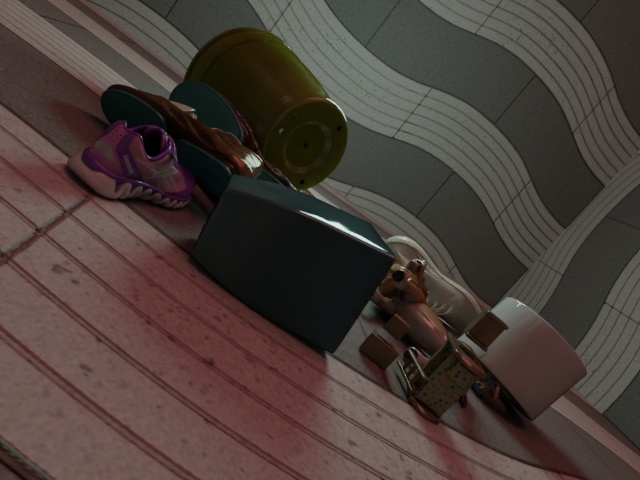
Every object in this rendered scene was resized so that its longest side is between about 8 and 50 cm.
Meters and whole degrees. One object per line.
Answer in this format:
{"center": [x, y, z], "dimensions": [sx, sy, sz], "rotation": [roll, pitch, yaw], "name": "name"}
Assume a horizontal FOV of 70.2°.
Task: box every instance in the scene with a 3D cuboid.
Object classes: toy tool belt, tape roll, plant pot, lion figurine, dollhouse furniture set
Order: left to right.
{"center": [-0.121, -0.309, 1.171], "dimensions": [0.367, 0.366, 0.353], "rotation": [27, 15, -48], "name": "plant pot"}
{"center": [-0.051, 0.014, 0.656], "dimensions": [0.234, 0.165, 0.165], "rotation": [27, 13, -16], "name": "plant pot"}
{"center": [0.231, 0.190, 0.987], "dimensions": [0.240, 0.142, 0.392], "rotation": [38, 22, -51], "name": "lion figurine"}
{"center": [0.180, 0.160, 0.723], "dimensions": [0.161, 0.182, 0.101], "rotation": [39, 11, 2], "name": "dollhouse furniture set"}
{"center": [0.359, 0.326, 1.020], "dimensions": [0.051, 0.052, 0.083], "rotation": [6, 12, -5], "name": "toy tool belt"}
{"center": [0.477, 0.281, 1.099], "dimensions": [0.246, 0.169, 0.246], "rotation": [50, 0, 0], "name": "tape roll"}

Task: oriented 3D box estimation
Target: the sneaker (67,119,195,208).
{"center": [-0.245, -0.115, 0.673], "dimensions": [0.095, 0.104, 0.236], "rotation": [39, 9, 11], "name": "sneaker"}

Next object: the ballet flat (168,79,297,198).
{"center": [-0.173, -0.137, 0.962], "dimensions": [0.482, 0.164, 0.182], "rotation": [50, -7, 27], "name": "ballet flat"}

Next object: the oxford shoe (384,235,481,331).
{"center": [0.336, 0.169, 1.402], "dimensions": [0.449, 0.169, 0.130], "rotation": [42, 50, -23], "name": "oxford shoe"}

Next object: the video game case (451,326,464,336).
{"center": [0.474, 0.277, 1.648], "dimensions": [0.206, 0.026, 0.227], "rotation": [45, 13, 28], "name": "video game case"}

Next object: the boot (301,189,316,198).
{"center": [-0.056, -0.105, 1.292], "dimensions": [0.264, 0.096, 0.280], "rotation": [48, 2, -25], "name": "boot"}

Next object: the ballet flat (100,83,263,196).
{"center": [-0.244, -0.192, 0.841], "dimensions": [0.343, 0.116, 0.124], "rotation": [30, 38, 18], "name": "ballet flat"}
